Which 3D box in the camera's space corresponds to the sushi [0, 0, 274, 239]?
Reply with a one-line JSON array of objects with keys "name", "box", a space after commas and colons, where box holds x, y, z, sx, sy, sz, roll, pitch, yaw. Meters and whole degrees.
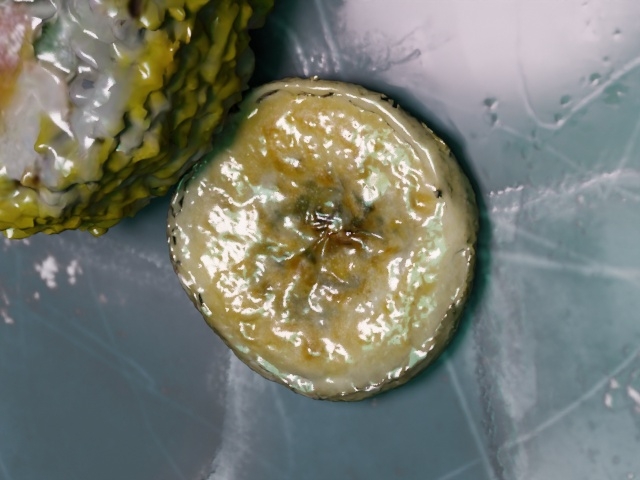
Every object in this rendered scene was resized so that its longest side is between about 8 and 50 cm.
[{"name": "sushi", "box": [-0.248, -0.196, 1.545, 0.396, 0.240, 0.351, 46, 113, 13]}]

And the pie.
[{"name": "pie", "box": [0.000, 0.000, 1.598, 0.274, 0.055, 0.274, 4, 101, 18]}]
